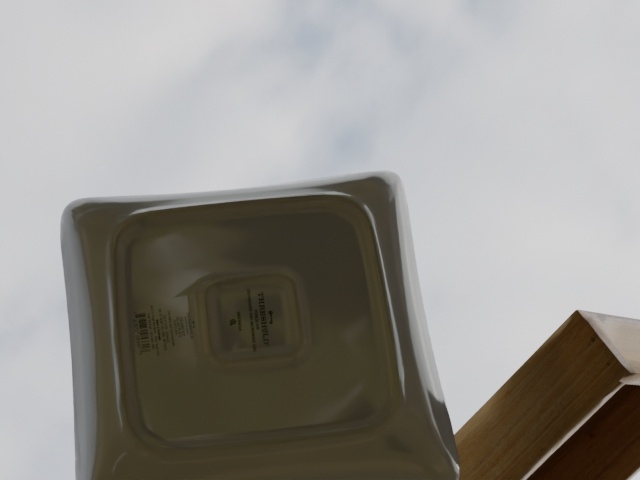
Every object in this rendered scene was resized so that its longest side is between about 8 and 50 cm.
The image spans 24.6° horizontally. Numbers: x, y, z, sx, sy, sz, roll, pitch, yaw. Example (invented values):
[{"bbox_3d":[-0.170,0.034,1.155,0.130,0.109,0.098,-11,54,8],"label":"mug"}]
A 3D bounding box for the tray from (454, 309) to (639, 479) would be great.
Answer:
[{"bbox_3d":[0.149,0.228,1.266,0.411,0.203,0.076,-48,-122,22],"label":"tray"}]

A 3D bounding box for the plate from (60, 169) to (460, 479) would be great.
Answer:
[{"bbox_3d":[-0.051,0.067,1.099,0.278,0.045,0.277,-6,-118,-6],"label":"plate"}]
